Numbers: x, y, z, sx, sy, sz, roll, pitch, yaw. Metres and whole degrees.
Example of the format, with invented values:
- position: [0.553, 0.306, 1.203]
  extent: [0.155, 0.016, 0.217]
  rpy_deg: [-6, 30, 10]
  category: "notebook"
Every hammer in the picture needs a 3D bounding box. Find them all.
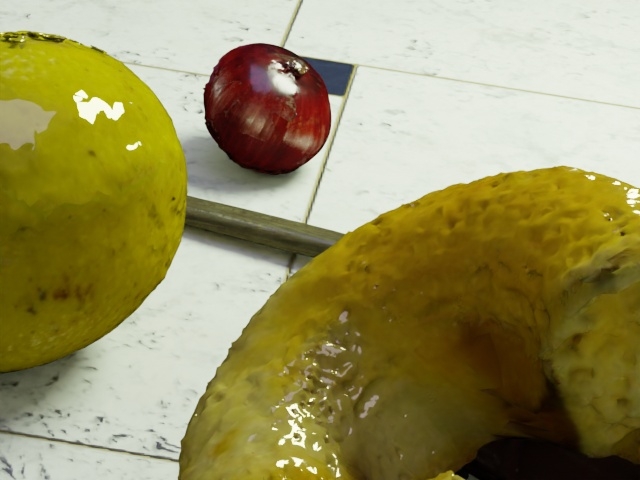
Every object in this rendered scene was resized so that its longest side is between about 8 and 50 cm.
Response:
- position: [0.000, 0.000, 1.741]
  extent: [0.365, 0.043, 0.111]
  rpy_deg: [14, 31, 16]
  category: "hammer"

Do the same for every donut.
- position: [0.066, 0.127, 1.243]
  extent: [0.377, 0.163, 0.435]
  rpy_deg: [0, 46, 45]
  category: "donut"

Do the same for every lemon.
- position: [-0.242, -0.028, 1.519]
  extent: [0.258, 0.258, 0.310]
  rpy_deg: [27, 37, 32]
  category: "lemon"

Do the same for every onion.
- position: [-0.049, -0.125, 1.868]
  extent: [0.131, 0.131, 0.131]
  rpy_deg: [5, 30, -3]
  category: "onion"

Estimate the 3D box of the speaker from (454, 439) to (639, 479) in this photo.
- position: [0.226, 0.137, 1.416]
  extent: [0.259, 0.198, 0.329]
  rpy_deg: [-23, 31, -22]
  category: "speaker"
